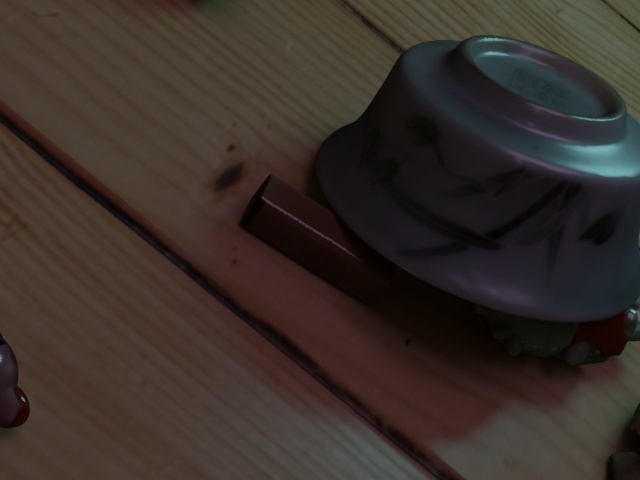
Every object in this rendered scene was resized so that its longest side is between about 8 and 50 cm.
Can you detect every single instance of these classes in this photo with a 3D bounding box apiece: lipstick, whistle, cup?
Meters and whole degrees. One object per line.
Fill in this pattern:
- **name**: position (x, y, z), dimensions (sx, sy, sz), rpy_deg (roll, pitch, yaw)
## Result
- **lipstick**: position (0.000, 0.000, 1.096), dimensions (0.145, 0.045, 0.045), rpy_deg (32, 39, -9)
- **whistle**: position (0.253, 0.073, 1.191), dimensions (0.253, 0.106, 0.101), rpy_deg (9, 91, -33)
- **cup**: position (0.182, -0.089, 1.146), dimensions (0.347, 0.163, 0.347), rpy_deg (15, 30, -9)

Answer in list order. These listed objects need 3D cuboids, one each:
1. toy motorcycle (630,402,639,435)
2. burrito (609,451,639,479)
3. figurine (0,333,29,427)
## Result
- **toy motorcycle**: position (0.375, 0.217, 1.145), dimensions (0.171, 0.110, 0.260), rpy_deg (25, 32, -25)
- **burrito**: position (0.283, 0.279, 1.069), dimensions (0.058, 0.063, 0.229), rpy_deg (1, 32, 14)
- **figurine**: position (-0.239, 0.094, 0.811), dimensions (0.067, 0.071, 0.083), rpy_deg (-42, 73, -8)
